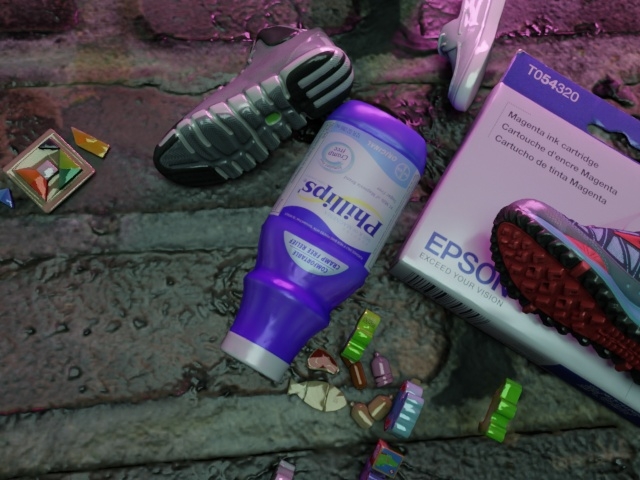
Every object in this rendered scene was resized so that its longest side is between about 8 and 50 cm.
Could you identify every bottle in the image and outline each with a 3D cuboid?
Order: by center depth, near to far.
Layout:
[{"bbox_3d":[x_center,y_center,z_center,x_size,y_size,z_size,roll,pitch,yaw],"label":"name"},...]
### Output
[{"bbox_3d":[0.000,0.000,0.578,0.118,0.092,0.283,30,76,1],"label":"bottle"}]

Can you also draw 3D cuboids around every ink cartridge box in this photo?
[{"bbox_3d":[0.292,-0.022,0.627,0.324,0.071,0.330,31,77,2],"label":"ink cartridge box"}]

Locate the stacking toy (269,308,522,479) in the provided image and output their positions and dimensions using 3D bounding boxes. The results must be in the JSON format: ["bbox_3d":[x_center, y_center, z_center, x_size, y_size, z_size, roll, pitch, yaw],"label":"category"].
[{"bbox_3d":[0.064,0.195,0.543,0.166,0.052,0.221,28,88,0],"label":"stacking toy"}]

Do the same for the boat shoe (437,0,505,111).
[{"bbox_3d":[0.169,-0.234,0.668,0.063,0.066,0.184,16,78,13],"label":"boat shoe"}]

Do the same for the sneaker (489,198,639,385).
[{"bbox_3d":[0.276,0.038,0.541,0.261,0.104,0.125,37,60,-2],"label":"sneaker"}]

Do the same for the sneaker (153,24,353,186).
[{"bbox_3d":[-0.079,-0.154,0.624,0.228,0.086,0.132,-27,46,9],"label":"sneaker"}]

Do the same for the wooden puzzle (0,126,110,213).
[{"bbox_3d":[-0.286,-0.075,0.608,0.078,0.014,0.116,36,76,3],"label":"wooden puzzle"}]

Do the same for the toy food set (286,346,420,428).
[{"bbox_3d":[0.034,0.145,0.586,0.122,0.019,0.078,23,76,4],"label":"toy food set"}]
